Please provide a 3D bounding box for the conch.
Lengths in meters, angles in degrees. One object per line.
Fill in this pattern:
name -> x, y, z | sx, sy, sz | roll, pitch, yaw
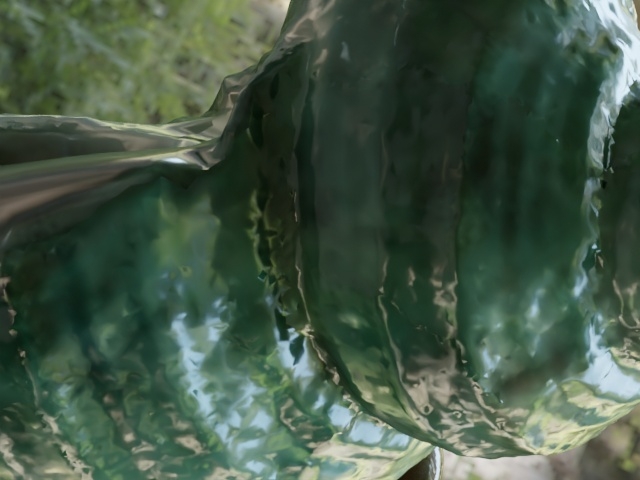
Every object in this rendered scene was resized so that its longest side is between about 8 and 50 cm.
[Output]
conch -> 0.003, 0.001, 0.394 | 0.202, 0.134, 0.196 | -21, -166, 32

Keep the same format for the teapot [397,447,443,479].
teapot -> 0.025, 0.128, 0.795 | 0.098, 0.078, 0.129 | -65, -171, -23
